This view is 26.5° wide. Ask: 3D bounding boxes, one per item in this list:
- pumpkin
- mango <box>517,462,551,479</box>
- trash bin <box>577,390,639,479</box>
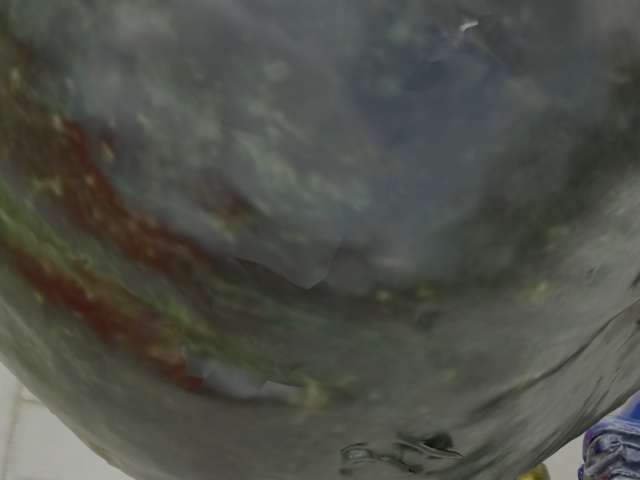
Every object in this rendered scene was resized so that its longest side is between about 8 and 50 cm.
[{"bbox_3d":[0.041,-0.097,0.560,0.344,0.454,0.454,41,81,22],"label":"pumpkin"},{"bbox_3d":[0.138,0.258,1.163,0.089,0.111,0.163,46,48,5],"label":"mango"},{"bbox_3d":[0.304,0.193,1.086,0.163,0.234,0.184,10,116,23],"label":"trash bin"}]
